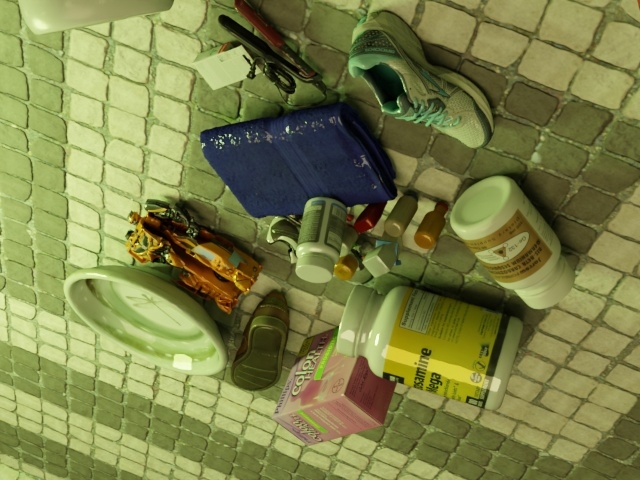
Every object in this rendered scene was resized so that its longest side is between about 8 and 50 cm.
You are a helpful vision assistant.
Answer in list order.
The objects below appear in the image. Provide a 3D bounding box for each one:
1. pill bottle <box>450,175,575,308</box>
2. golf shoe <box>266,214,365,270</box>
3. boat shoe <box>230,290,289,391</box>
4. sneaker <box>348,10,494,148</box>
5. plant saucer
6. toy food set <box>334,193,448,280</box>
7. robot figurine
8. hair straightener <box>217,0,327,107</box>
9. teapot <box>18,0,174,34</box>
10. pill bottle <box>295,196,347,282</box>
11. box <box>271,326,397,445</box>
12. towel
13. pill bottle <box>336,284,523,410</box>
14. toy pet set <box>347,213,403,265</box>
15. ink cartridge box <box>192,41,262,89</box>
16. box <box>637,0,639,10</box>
[{"bbox_3d":[0.335,0.009,1.854,0.131,0.131,0.229,-17,128,40],"label":"pill bottle"},{"bbox_3d":[-0.011,0.017,2.056,0.198,0.094,0.077,32,170,4],"label":"golf shoe"},{"bbox_3d":[-0.121,0.227,2.386,0.111,0.104,0.307,18,142,-8],"label":"boat shoe"},{"bbox_3d":[0.148,-0.220,1.683,0.283,0.122,0.110,37,141,-17],"label":"sneaker"},{"bbox_3d":[-0.371,0.157,2.405,0.401,0.100,0.400,20,151,12],"label":"plant saucer"},{"bbox_3d":[0.114,-0.018,1.956,0.232,0.104,0.111,-28,109,41],"label":"toy food set"},{"bbox_3d":[-0.275,0.029,2.237,0.291,0.085,0.211,30,141,-9],"label":"robot figurine"},{"bbox_3d":[-0.081,-0.294,1.773,0.230,0.047,0.089,37,120,-27],"label":"hair straightener"},{"bbox_3d":[-0.345,-0.423,1.644,0.253,0.256,0.187,6,111,52],"label":"teapot"},{"bbox_3d":[0.000,0.000,1.897,0.078,0.137,0.078,9,152,5],"label":"pill bottle"},{"bbox_3d":[0.043,0.296,2.286,0.117,0.213,0.243,40,140,-21],"label":"box"},{"bbox_3d":[-0.037,-0.143,1.911,0.308,0.076,0.227,-7,135,31],"label":"towel"},{"bbox_3d":[0.209,0.197,2.101,0.334,0.188,0.188,15,142,11],"label":"pill bottle"},{"bbox_3d":[0.097,0.021,2.047,0.114,0.065,0.122,9,141,19],"label":"toy pet set"},{"bbox_3d":[-0.154,-0.299,1.824,0.115,0.029,0.063,-13,129,37],"label":"ink cartridge box"},{"bbox_3d":[0.486,-0.316,1.388,0.128,0.122,0.256,-3,136,31],"label":"box"}]
